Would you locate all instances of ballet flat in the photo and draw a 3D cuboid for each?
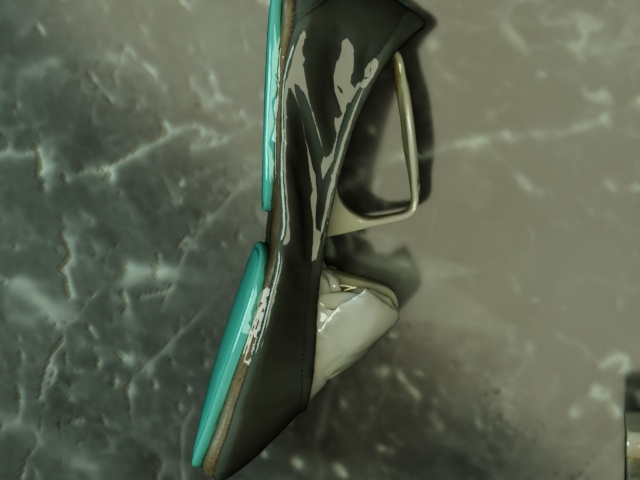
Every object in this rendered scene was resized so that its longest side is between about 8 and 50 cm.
[{"bbox_3d":[0.000,0.000,0.803,0.096,0.095,0.280,10,101,-3],"label":"ballet flat"}]

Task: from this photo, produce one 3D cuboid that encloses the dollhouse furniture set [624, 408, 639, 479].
[{"bbox_3d":[0.297,0.244,0.730,0.303,0.198,0.286,0,99,10],"label":"dollhouse furniture set"}]
